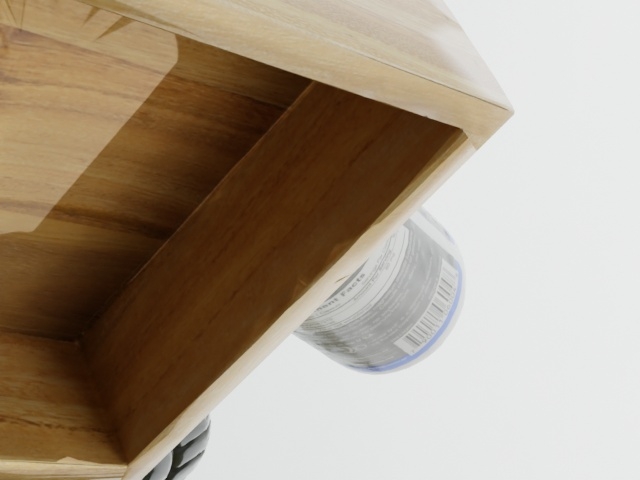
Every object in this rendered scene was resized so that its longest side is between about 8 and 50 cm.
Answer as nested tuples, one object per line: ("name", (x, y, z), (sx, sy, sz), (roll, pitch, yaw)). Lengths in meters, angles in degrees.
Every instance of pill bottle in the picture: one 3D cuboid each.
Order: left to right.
("pill bottle", (0.000, 0.000, 0.592), (0.078, 0.137, 0.078), (-12, -117, 25))

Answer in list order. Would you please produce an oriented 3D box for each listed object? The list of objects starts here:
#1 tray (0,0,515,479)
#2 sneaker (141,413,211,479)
("tray", (-0.155, -0.031, 0.349), (0.203, 0.411, 0.076), (-46, -125, 26))
("sneaker", (-0.146, 0.065, 0.885), (0.139, 0.125, 0.341), (52, -30, 29))
